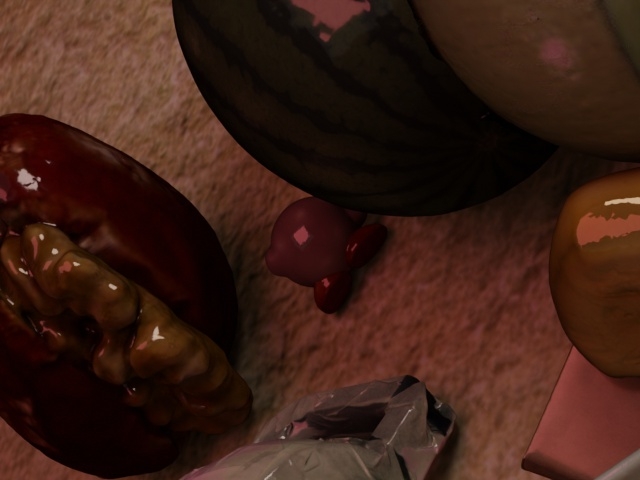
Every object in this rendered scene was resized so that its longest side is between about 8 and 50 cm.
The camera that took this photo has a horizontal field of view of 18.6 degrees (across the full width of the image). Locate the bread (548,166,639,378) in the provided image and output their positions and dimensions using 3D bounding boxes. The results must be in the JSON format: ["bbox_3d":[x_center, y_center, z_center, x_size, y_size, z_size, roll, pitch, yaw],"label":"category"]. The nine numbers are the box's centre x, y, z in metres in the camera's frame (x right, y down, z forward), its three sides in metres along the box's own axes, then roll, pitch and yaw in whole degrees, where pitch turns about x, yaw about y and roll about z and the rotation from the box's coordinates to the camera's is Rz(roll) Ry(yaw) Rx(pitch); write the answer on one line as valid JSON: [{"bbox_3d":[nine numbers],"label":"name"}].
[{"bbox_3d":[0.238,0.010,1.096,0.217,0.147,0.098,0,52,13],"label":"bread"}]

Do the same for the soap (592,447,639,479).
[{"bbox_3d":[0.243,0.135,1.079,0.198,0.119,0.066,-38,49,28],"label":"soap"}]

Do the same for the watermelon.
[{"bbox_3d":[0.037,-0.176,1.323,0.279,0.279,0.359,-50,38,18],"label":"watermelon"}]

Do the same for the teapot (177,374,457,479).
[{"bbox_3d":[-0.029,0.185,1.313,0.178,0.163,0.221,-3,70,53],"label":"teapot"}]

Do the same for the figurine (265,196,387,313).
[{"bbox_3d":[0.000,0.000,1.437,0.071,0.067,0.083,41,87,27],"label":"figurine"}]

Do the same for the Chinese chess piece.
[{"bbox_3d":[0.189,-0.219,1.123,0.146,0.349,0.349,6,77,45],"label":"Chinese chess piece"}]

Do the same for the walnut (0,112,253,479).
[{"bbox_3d":[-0.176,0.049,1.453,0.221,0.269,0.244,-50,37,-1],"label":"walnut"}]

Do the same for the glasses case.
[{"bbox_3d":[0.210,0.072,1.196,0.102,0.070,0.193,22,85,19],"label":"glasses case"}]
